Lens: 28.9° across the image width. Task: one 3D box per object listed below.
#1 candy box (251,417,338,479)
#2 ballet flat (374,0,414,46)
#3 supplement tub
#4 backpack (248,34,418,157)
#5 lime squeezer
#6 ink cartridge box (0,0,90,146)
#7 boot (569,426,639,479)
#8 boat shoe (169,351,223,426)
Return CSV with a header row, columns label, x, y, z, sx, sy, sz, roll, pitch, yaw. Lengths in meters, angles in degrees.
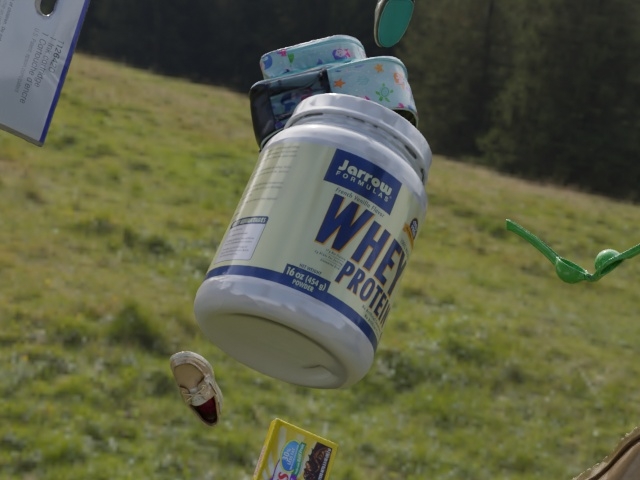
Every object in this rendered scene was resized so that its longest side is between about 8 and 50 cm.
label,x,y,z,sx,sy,sz,roll,pitch,yaw
candy box,-0.051,0.366,1.767,0.105,0.206,0.027,24,-29,-10
ballet flat,0.114,-0.372,1.856,0.057,0.168,0.052,5,27,-22
supplement tub,0.000,0.000,1.587,0.235,0.325,0.235,18,-26,9
backpack,0.024,-0.212,1.976,0.253,0.191,0.225,-9,-16,5
lime squeezer,0.454,0.018,2.058,0.310,0.110,0.059,-2,-21,35
ink cartridge box,-0.320,-0.271,1.026,0.072,0.303,0.307,7,-14,39
boot,0.367,0.359,1.431,0.089,0.236,0.269,35,30,-16
boat shoe,-0.199,0.246,2.034,0.063,0.170,0.059,-18,47,9
